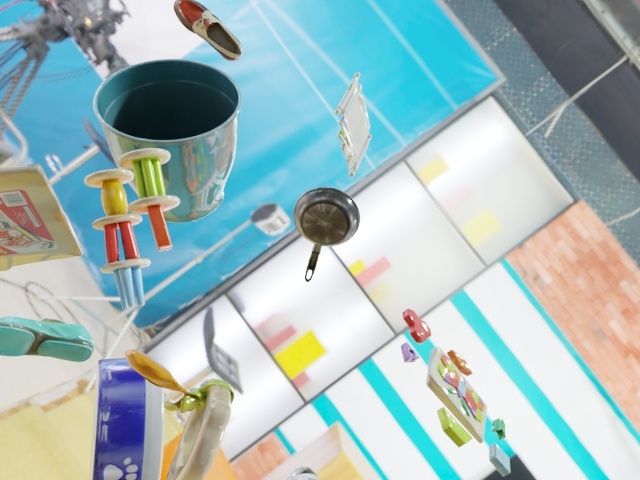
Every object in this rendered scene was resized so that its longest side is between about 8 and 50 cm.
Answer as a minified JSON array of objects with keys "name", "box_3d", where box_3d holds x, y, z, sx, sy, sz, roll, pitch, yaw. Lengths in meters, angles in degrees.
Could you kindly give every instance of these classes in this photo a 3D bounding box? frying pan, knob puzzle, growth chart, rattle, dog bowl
[{"name":"frying pan","box_3d":[-0.022,-0.018,1.719,0.197,0.326,0.053,35,28,-12]},{"name":"knob puzzle","box_3d":[-0.372,-0.022,0.619,0.213,0.213,0.030,55,19,-61]},{"name":"growth chart","box_3d":[0.089,-0.298,1.555,0.021,0.172,0.237,13,-34,26]},{"name":"rattle","box_3d":[-0.192,0.249,0.687,0.143,0.199,0.130,22,12,-32]},{"name":"dog bowl","box_3d":[-0.346,0.340,1.031,0.265,0.104,0.265,-175,-90,-69]}]

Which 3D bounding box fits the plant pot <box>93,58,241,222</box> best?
[{"name":"plant pot","box_3d":[-0.294,-0.186,1.192,0.271,0.272,0.255,53,-27,33]}]

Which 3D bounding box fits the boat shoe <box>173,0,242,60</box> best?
[{"name":"boat shoe","box_3d":[-0.186,-0.356,0.983,0.137,0.049,0.043,41,-2,-22]}]

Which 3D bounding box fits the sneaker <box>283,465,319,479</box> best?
[{"name":"sneaker","box_3d":[-0.021,0.370,0.804,0.094,0.091,0.258,36,-12,-9]}]

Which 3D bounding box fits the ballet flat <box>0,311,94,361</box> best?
[{"name":"ballet flat","box_3d":[-0.584,0.191,1.186,0.247,0.083,0.087,22,21,-42]}]

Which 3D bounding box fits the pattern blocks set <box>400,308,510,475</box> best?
[{"name":"pattern blocks set","box_3d":[0.280,0.308,1.199,0.325,0.026,0.285,45,25,-13]}]

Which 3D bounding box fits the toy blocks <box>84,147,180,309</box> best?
[{"name":"toy blocks","box_3d":[-0.191,-0.008,0.615,0.054,0.123,0.148,-6,82,-51]}]
